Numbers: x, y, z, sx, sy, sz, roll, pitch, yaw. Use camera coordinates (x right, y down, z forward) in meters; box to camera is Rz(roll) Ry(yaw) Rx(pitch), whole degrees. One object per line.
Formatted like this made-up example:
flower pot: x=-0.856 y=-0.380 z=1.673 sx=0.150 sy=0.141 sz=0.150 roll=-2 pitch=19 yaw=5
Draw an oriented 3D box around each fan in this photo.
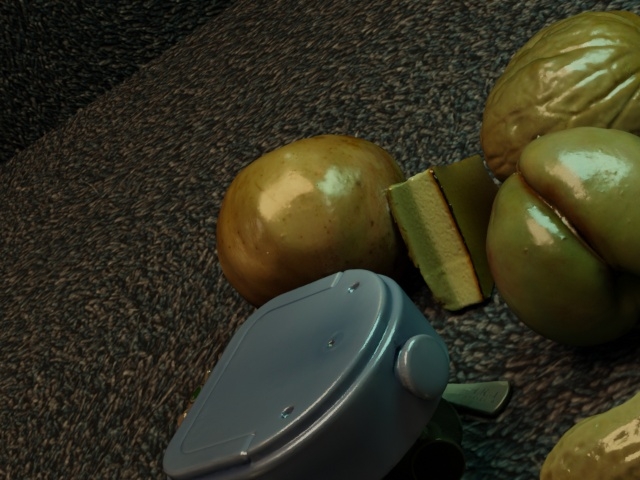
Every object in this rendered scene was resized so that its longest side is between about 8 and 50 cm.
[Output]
fan: x=0.167 y=0.217 z=2.002 sx=0.282 sy=0.023 sz=0.057 roll=1 pitch=51 yaw=52

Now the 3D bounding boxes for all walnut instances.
walnut: x=0.384 y=-0.191 z=2.048 sx=0.313 sy=0.252 sz=0.277 roll=-32 pitch=27 yaw=40

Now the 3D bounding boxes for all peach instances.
peach: x=0.352 y=-0.011 z=1.842 sx=0.292 sy=0.247 sz=0.292 roll=-40 pitch=38 yaw=41

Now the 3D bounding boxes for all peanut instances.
peanut: x=0.385 y=0.227 z=1.561 sx=0.313 sy=0.152 sz=0.152 roll=-36 pitch=28 yaw=20

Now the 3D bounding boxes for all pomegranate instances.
pomegranate: x=0.000 y=0.000 z=2.245 sx=0.338 sy=0.338 sz=0.338 roll=-32 pitch=29 yaw=20

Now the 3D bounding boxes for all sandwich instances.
sandwich: x=0.223 y=-0.012 z=2.170 sx=0.108 sy=0.220 sz=0.186 roll=-24 pitch=-4 yaw=37

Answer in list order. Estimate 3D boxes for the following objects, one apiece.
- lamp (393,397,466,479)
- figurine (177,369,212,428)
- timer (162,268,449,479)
lamp: x=0.135 y=0.265 z=1.855 sx=0.121 sy=0.121 sz=0.214 roll=-42 pitch=15 yaw=2
figurine: x=-0.163 y=0.278 z=2.242 sx=0.138 sy=0.125 sz=0.125 roll=-42 pitch=24 yaw=31
timer: x=0.009 y=0.210 z=1.792 sx=0.395 sy=0.173 sz=0.395 roll=-34 pitch=20 yaw=14
